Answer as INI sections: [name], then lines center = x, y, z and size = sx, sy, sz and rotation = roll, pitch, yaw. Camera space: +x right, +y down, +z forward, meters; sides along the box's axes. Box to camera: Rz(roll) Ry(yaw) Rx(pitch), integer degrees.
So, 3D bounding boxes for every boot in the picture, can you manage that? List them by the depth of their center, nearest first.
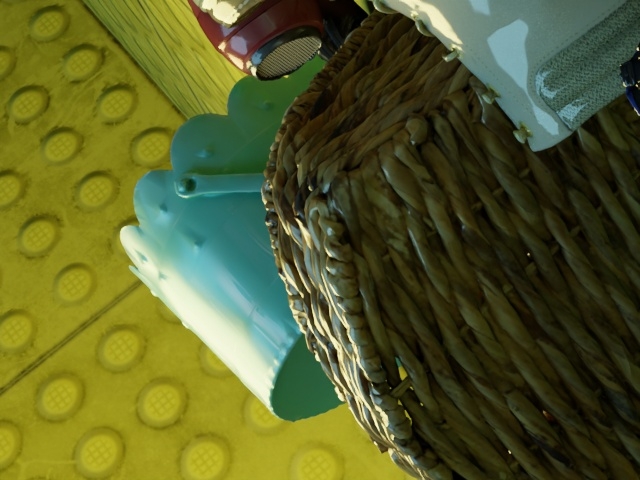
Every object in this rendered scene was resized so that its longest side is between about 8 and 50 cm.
[boot]
center = 0.050, -0.108, 0.595
size = 0.213, 0.077, 0.165
rotation = -26, 110, 45

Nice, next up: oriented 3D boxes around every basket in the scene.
[basket]
center = 0.091, 0.026, 0.780
size = 0.299, 0.213, 0.223
rotation = 54, 173, -23

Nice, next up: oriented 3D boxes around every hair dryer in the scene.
[hair dryer]
center = -0.028, -0.159, 0.892
size = 0.293, 0.080, 0.223
rotation = 52, -168, -23

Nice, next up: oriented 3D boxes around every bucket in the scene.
[bucket]
center = 0.000, 0.000, 1.078
size = 0.183, 0.281, 0.281
rotation = 47, 173, 23

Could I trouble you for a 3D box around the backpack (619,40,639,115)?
[backpack]
center = 0.150, -0.068, 0.338
size = 0.098, 0.101, 0.120
rotation = 44, 139, 26
